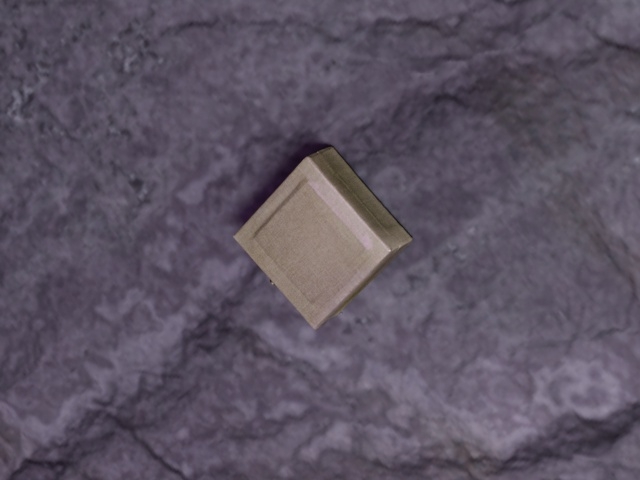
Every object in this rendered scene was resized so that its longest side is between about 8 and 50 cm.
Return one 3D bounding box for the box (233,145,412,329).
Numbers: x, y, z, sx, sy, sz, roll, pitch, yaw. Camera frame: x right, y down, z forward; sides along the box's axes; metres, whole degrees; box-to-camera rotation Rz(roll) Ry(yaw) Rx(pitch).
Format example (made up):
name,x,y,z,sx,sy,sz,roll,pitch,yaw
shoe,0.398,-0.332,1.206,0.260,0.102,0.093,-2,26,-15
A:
name,x,y,z,sx,sy,sz,roll,pitch,yaw
box,0.000,0.000,1.198,0.079,0.035,0.083,49,121,8
